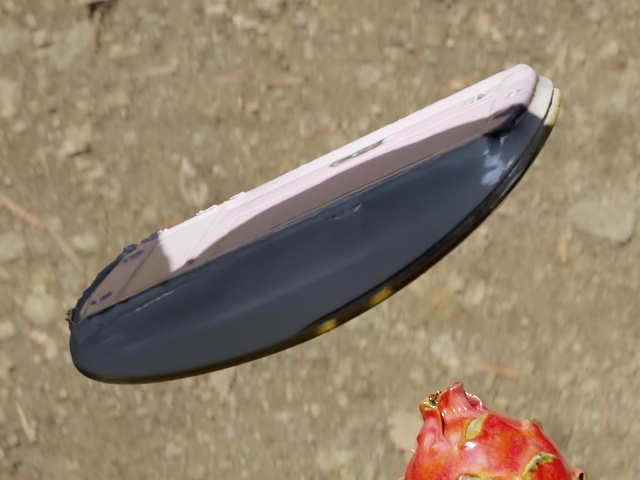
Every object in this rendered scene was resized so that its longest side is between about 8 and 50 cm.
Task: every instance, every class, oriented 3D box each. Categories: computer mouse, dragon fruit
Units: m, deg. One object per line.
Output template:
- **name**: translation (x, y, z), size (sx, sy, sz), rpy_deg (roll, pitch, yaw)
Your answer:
- **computer mouse**: translation (0.000, 0.000, 0.838), size (0.245, 0.126, 0.056), rpy_deg (-26, 106, 20)
- **dragon fruit**: translation (0.114, 0.180, 1.325), size (0.133, 0.136, 0.166), rpy_deg (-26, 79, -18)
